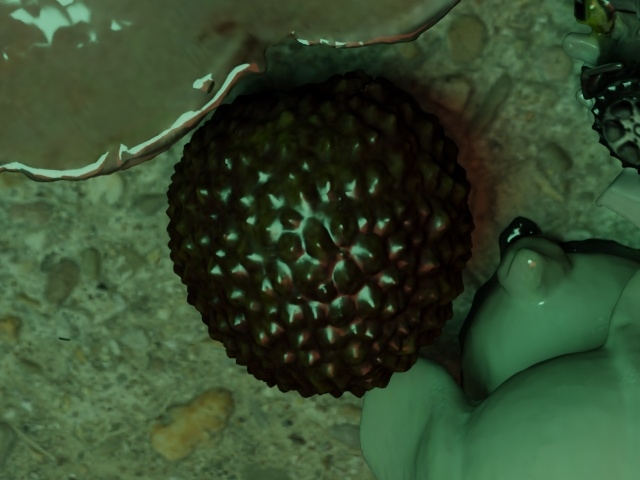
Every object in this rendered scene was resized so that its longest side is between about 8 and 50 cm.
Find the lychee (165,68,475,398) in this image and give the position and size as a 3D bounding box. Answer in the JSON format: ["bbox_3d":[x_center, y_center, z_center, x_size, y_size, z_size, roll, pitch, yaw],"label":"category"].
[{"bbox_3d":[0.000,0.000,0.811,0.188,0.188,0.188,0,121,0],"label":"lychee"}]

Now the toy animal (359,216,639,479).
[{"bbox_3d":[0.159,0.103,0.842,0.249,0.289,0.174,-37,113,-2],"label":"toy animal"}]

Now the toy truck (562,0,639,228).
[{"bbox_3d":[0.179,-0.128,0.774,0.111,0.136,0.285,16,133,36],"label":"toy truck"}]

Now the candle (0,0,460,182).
[{"bbox_3d":[-0.085,-0.193,0.721,0.317,0.131,0.287,-31,99,3],"label":"candle"}]
